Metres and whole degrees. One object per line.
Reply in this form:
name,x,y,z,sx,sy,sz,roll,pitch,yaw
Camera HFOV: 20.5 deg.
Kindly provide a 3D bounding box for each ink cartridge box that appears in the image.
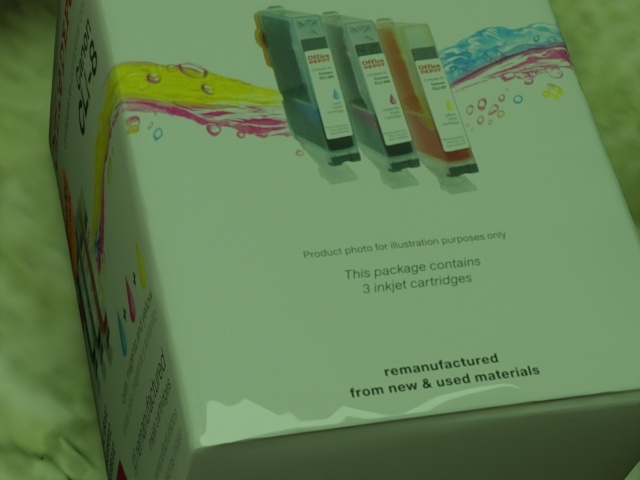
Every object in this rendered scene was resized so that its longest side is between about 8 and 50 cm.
ink cartridge box,0.000,0.000,0.493,0.127,0.128,0.176,-5,58,-15
